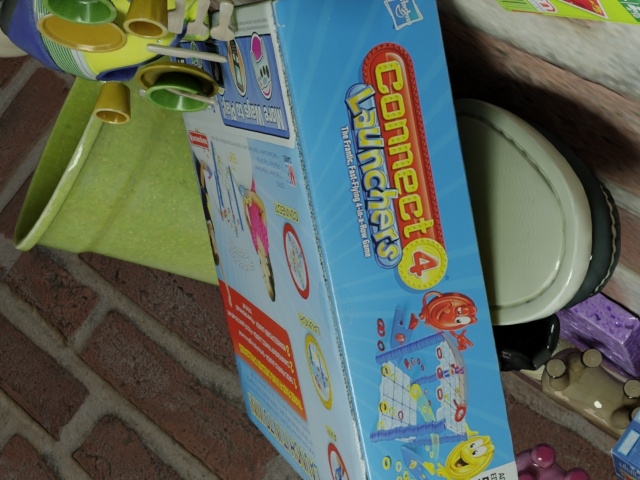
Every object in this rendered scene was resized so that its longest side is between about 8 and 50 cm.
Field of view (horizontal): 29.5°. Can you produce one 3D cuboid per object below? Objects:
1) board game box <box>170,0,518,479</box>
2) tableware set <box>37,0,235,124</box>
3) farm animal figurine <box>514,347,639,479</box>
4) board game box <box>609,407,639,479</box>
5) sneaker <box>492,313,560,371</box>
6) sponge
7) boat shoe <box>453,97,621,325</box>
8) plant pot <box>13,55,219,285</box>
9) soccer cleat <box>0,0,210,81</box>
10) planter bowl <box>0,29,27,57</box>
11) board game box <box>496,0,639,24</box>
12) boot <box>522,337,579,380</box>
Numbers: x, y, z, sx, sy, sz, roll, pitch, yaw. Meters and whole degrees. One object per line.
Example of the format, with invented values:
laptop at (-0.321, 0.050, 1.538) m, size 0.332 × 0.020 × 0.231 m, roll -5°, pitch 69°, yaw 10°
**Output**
board game box at (0.000, 0.000, 0.753) m, size 0.308 × 0.086 × 0.302 m, roll -154°, pitch 51°, yaw -71°
tableware set at (-0.103, -0.097, 0.665) m, size 0.104 × 0.024 × 0.154 m, roll 8°, pitch 164°, yaw -8°
farm animal figurine at (0.340, 0.266, 1.168) m, size 0.327 × 0.330 × 0.172 m, roll -1°, pitch 166°, yaw 7°
board game box at (0.241, 0.100, 0.789) m, size 0.035 × 0.136 × 0.201 m, roll 34°, pitch 175°, yaw 20°
sneaker at (0.146, 0.081, 1.123) m, size 0.146 × 0.102 × 0.293 m, roll 35°, pitch 158°, yaw 22°
sponge at (0.261, 0.081, 1.180) m, size 0.117 × 0.031 × 0.210 m, roll 34°, pitch 176°, yaw 25°
boat shoe at (0.112, -0.015, 0.753) m, size 0.113 × 0.127 × 0.340 m, roll 4°, pitch 179°, yaw -17°
plant pot at (-0.107, -0.070, 1.116) m, size 0.254 × 0.276 × 0.276 m, roll 25°, pitch 180°, yaw -18°
soccer cleat at (-0.096, -0.158, 0.655) m, size 0.121 × 0.093 × 0.289 m, roll 29°, pitch 159°, yaw -19°
planter bowl at (-0.196, -0.215, 0.817) m, size 0.109 × 0.162 × 0.162 m, roll -10°, pitch 142°, yaw 45°
board game box at (0.035, -0.138, 0.362) m, size 0.181 × 0.043 × 0.092 m, roll 37°, pitch 176°, yaw -28°
boot at (0.147, 0.055, 1.380) m, size 0.262 × 0.095 × 0.203 m, roll 29°, pitch 173°, yaw 47°
